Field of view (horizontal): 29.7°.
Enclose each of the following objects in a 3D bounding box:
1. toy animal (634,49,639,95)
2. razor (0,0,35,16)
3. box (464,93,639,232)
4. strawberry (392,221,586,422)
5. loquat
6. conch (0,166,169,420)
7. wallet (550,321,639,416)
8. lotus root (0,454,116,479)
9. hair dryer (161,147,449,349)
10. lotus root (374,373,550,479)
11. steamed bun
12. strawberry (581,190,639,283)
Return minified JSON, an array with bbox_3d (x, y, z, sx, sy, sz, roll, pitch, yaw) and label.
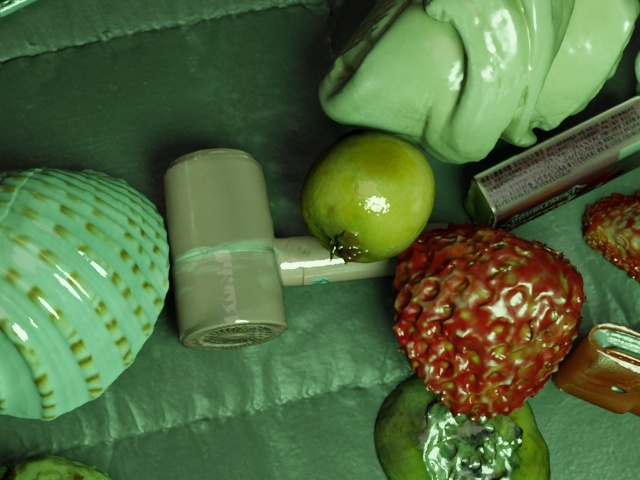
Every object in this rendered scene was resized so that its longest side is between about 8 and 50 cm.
[{"bbox_3d":[0.440,-0.161,1.381,0.127,0.193,0.178,-29,83,-6],"label":"toy animal"},{"bbox_3d":[-0.363,-0.313,1.534,0.211,0.036,0.084,-31,77,-6],"label":"razor"},{"bbox_3d":[0.280,-0.082,1.397,0.224,0.120,0.069,-25,76,-7],"label":"box"},{"bbox_3d":[0.198,0.057,1.281,0.234,0.178,0.234,15,59,-27],"label":"strawberry"},{"bbox_3d":[0.050,-0.045,1.290,0.163,0.163,0.137,-43,117,-10],"label":"loquat"},{"bbox_3d":[-0.332,0.029,1.319,0.303,0.215,0.319,15,70,28],"label":"conch"},{"bbox_3d":[0.332,0.145,1.281,0.142,0.204,0.045,20,73,6],"label":"wallet"},{"bbox_3d":[-0.235,0.346,1.248,0.309,0.173,0.173,33,77,12],"label":"lotus root"},{"bbox_3d":[0.000,0.000,1.398,0.352,0.125,0.210,-5,72,-10],"label":"hair dryer"},{"bbox_3d":[0.160,0.226,1.332,0.183,0.078,0.203,-27,73,-6],"label":"lotus root"},{"bbox_3d":[0.208,-0.238,1.344,0.255,0.342,0.367,39,58,-15],"label":"steamed bun"},{"bbox_3d":[0.432,-0.003,1.372,0.236,0.107,0.175,-13,73,-1],"label":"strawberry"}]
